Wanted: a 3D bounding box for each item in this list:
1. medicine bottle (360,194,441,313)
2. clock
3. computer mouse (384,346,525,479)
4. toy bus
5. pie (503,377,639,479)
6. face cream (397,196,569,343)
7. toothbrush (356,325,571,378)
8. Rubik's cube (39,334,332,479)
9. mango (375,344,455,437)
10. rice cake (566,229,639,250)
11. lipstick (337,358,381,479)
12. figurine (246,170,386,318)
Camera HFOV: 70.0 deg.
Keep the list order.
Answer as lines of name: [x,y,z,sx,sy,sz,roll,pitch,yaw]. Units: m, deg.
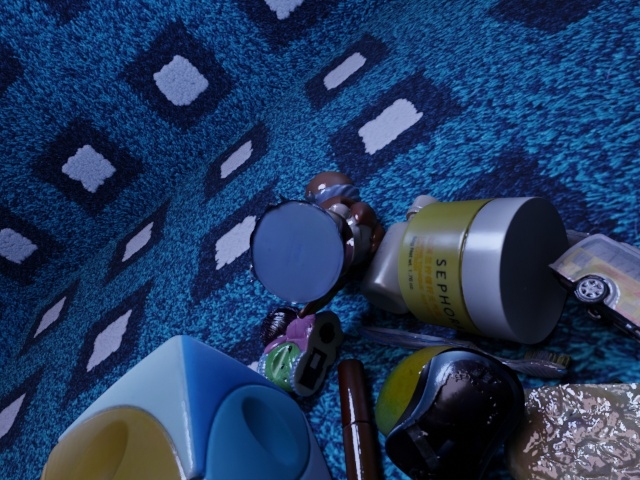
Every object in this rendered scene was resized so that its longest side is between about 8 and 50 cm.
medicine bottle: [0.180,0.020,0.944,0.114,0.114,0.252,2,56,49]
clock: [-0.065,0.234,1.001,0.196,0.100,0.193,0,55,50]
computer mouse: [0.176,0.257,0.618,0.137,0.096,0.233,29,112,20]
toy bus: [0.428,0.093,0.577,0.106,0.092,0.268,-46,42,5]
pie: [0.333,0.262,0.564,0.218,0.052,0.184,-16,42,36]
face cream: [0.260,0.042,0.733,0.180,0.218,0.218,2,55,51]
toothbrush: [0.214,0.185,0.800,0.414,0.035,0.042,-1,32,47]
Rubik's cube: [-0.205,0.413,0.727,0.352,0.352,0.347,-46,32,5]
mango: [0.166,0.248,0.740,0.194,0.092,0.130,-49,36,12]
rice cake: [0.429,0.017,0.727,0.270,0.049,0.055,24,110,56]
lipstick: [0.067,0.358,0.753,0.057,0.057,0.356,-32,35,20]
figurine: [0.000,0.001,0.979,0.248,0.388,0.276,23,105,21]
